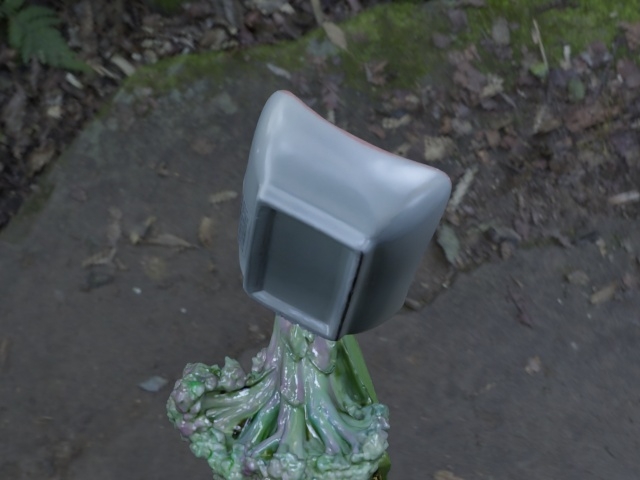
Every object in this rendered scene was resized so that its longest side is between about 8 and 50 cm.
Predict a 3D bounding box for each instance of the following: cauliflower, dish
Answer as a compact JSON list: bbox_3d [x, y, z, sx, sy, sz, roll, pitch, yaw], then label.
[{"bbox_3d":[-0.018,0.147,1.184,0.238,0.256,0.316,10,96,20],"label":"cauliflower"},{"bbox_3d":[0.000,0.000,0.861,0.151,0.212,0.077,28,60,7],"label":"dish"}]
